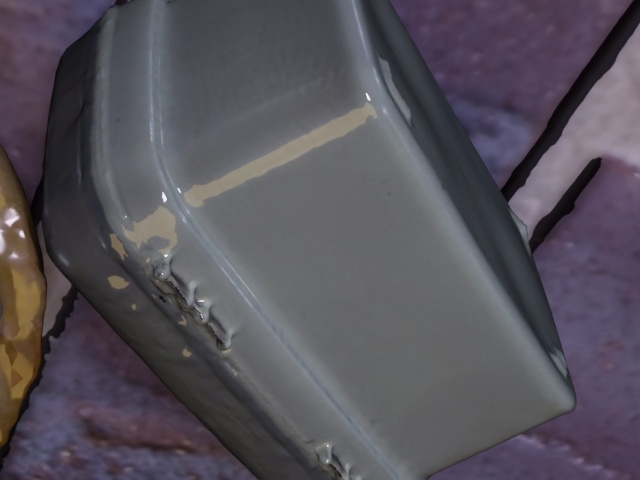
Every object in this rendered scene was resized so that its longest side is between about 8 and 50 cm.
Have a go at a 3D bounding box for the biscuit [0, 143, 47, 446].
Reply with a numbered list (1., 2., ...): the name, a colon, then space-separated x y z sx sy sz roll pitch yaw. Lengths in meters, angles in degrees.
1. biscuit: -0.239 0.025 0.512 0.259 0.079 0.259 -1 99 -6

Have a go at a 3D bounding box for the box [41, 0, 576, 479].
1. box: 0.000 0.000 0.499 0.129 0.148 0.210 -25 129 14
